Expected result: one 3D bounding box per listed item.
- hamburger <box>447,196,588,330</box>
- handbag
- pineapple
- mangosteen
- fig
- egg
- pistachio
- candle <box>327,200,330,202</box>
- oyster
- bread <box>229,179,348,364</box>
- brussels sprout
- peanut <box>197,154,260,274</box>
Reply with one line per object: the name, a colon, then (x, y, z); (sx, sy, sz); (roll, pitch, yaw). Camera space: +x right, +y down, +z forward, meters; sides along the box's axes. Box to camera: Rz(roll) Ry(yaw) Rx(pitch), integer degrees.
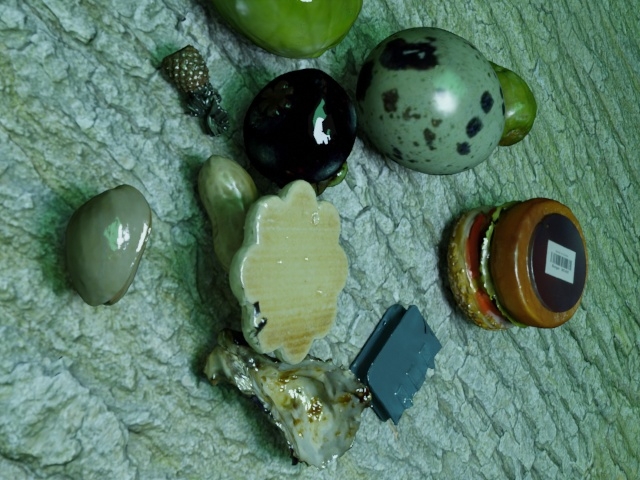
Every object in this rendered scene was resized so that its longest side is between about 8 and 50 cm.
hamburger: (0.465, 0.058, 1.523); (0.329, 0.250, 0.330); (3, 85, -37)
handbag: (0.172, 0.266, 1.377); (0.229, 0.062, 0.179); (-52, 120, -32)
pineapple: (-0.209, -0.256, 1.097); (0.074, 0.074, 0.159); (-43, 115, -35)
mangosteen: (-0.031, -0.191, 1.157); (0.242, 0.243, 0.243); (5, 82, -40)
fig: (0.483, -0.365, 1.643); (0.167, 0.167, 0.234); (7, 88, -40)
egg: (0.239, -0.284, 1.341); (0.379, 0.287, 0.288); (37, 63, -40)
pistachio: (-0.315, 0.007, 0.940); (0.124, 0.124, 0.185); (4, 89, -40)
candle: (-0.001, 0.000, 1.279); (0.026, 0.021, 0.168); (28, 66, -57)
oyster: (-0.064, 0.283, 1.124); (0.337, 0.133, 0.198); (34, 65, -30)
bread: (-0.049, 0.052, 1.083); (0.316, 0.054, 0.316); (-3, 93, -55)
brussels sprout: (-0.063, -0.495, 1.136); (0.344, 0.268, 0.344); (24, 63, -59)
peanut: (-0.146, -0.036, 1.097); (0.120, 0.110, 0.237); (-30, 106, -44)
